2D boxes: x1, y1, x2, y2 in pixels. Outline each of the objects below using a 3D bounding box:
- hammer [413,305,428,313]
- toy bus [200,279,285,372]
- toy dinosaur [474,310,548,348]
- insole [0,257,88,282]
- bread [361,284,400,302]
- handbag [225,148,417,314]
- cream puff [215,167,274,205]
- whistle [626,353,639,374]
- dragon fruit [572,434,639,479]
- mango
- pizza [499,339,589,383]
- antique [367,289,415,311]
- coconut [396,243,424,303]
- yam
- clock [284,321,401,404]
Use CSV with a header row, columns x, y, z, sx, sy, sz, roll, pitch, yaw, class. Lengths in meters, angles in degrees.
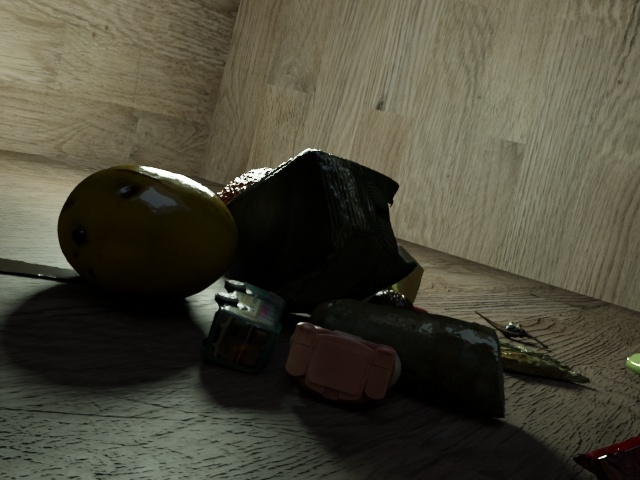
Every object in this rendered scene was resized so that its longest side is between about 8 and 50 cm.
x,y,z,sx,sy,sz,roll,pitch,yaw,class
0.206,0.151,2.103,0.083,0.031,0.052,19,8,-17,hammer
-0.113,0.123,1.386,0.109,0.091,0.261,21,8,-1,toy bus
0.434,0.203,2.120,0.180,0.037,0.058,17,2,14,toy dinosaur
-0.527,0.039,1.531,0.328,0.007,0.111,11,9,-27,insole
0.089,0.121,1.843,0.156,0.103,0.110,6,21,-24,bread
0.000,0.000,1.688,0.240,0.247,0.341,9,-28,-40,handbag
-0.084,-0.047,2.150,0.350,0.228,0.350,22,20,-9,cream puff
0.737,0.281,1.862,0.141,0.141,0.294,13,-11,-14,whistle
0.394,0.286,1.130,0.147,0.096,0.102,-16,-4,0,dragon fruit
-0.282,-0.016,1.617,0.301,0.220,0.445,8,4,6,mango
0.393,0.229,1.808,0.262,0.034,0.181,15,6,3,pizza
0.126,0.140,1.698,0.104,0.104,0.104,14,6,-2,antique
0.143,0.080,2.016,0.147,0.152,0.147,14,4,-1,coconut
0.134,0.165,1.416,0.330,0.133,0.133,13,5,22,yam
0.029,0.172,1.295,0.166,0.092,0.162,15,-3,6,clock
